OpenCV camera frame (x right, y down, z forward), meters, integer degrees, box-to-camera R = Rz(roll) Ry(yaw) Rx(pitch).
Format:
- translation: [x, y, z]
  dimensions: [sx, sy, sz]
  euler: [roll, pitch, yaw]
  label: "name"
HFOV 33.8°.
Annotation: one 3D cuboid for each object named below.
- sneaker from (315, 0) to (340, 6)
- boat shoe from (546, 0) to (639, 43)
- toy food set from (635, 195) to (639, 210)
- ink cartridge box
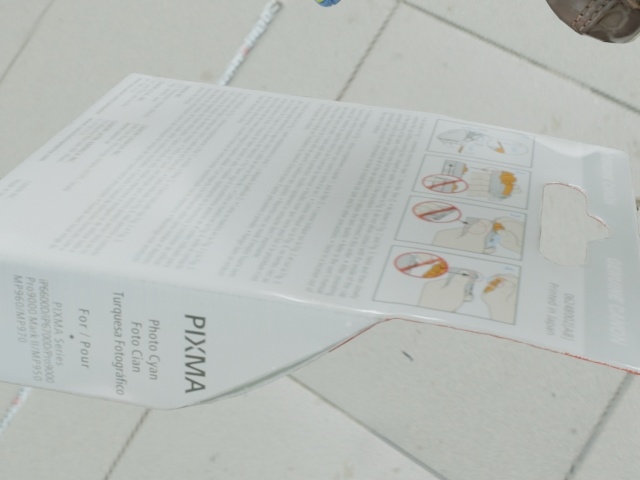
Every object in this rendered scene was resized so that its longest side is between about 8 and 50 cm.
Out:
- translation: [-0.018, -0.413, 1.449]
  dimensions: [0.067, 0.078, 0.188]
  euler: [-20, 108, -12]
  label: "sneaker"
- translation: [0.138, -0.187, 0.548]
  dimensions: [0.116, 0.324, 0.097]
  euler: [35, 113, -15]
  label: "boat shoe"
- translation: [0.414, -0.009, 1.100]
  dimensions: [0.218, 0.128, 0.071]
  euler: [37, 88, 0]
  label: "toy food set"
- translation: [0.000, 0.000, 0.673]
  dimensions: [0.384, 0.308, 0.091]
  euler: [10, 117, 9]
  label: "ink cartridge box"
